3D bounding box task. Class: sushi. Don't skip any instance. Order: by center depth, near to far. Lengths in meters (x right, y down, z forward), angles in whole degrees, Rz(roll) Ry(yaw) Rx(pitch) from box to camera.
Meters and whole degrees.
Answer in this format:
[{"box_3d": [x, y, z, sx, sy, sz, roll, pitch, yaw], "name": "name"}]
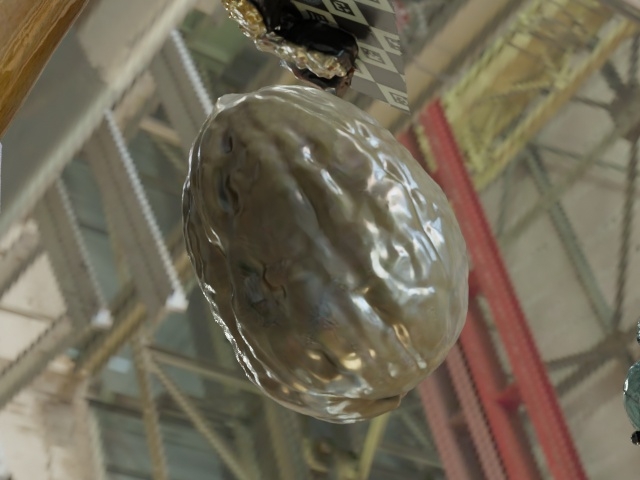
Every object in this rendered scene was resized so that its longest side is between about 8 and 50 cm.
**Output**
[{"box_3d": [-0.019, -0.183, 1.368, 0.193, 0.279, 0.043, 27, -101, 14], "name": "sushi"}]

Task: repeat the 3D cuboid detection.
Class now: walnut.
[{"box_3d": [-0.002, 0.001, 0.972, 0.178, 0.178, 0.230, -40, -102, 37], "name": "walnut"}]

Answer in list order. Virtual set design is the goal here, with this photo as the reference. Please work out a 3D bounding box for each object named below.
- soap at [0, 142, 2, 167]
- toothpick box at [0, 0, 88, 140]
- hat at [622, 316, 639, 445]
[{"box_3d": [-0.366, 0.034, 1.233, 0.193, 0.109, 0.323, -14, -129, 40], "name": "soap"}, {"box_3d": [-0.134, -0.166, 0.677, 0.294, 0.192, 0.192, -50, -151, -20], "name": "toothpick box"}, {"box_3d": [0.237, 0.111, 0.987, 0.078, 0.191, 0.138, -22, -115, -5], "name": "hat"}]
